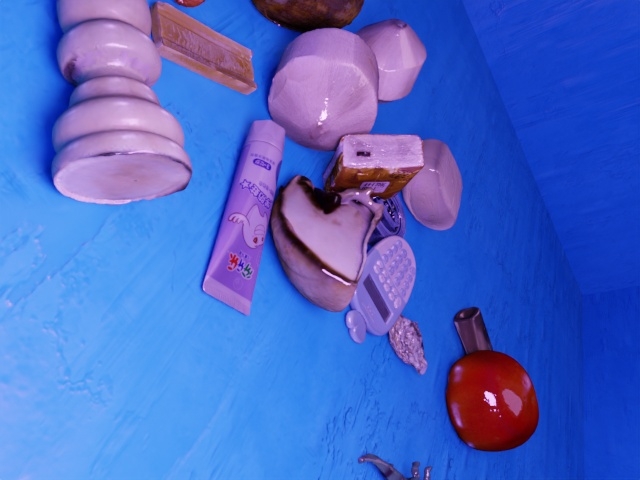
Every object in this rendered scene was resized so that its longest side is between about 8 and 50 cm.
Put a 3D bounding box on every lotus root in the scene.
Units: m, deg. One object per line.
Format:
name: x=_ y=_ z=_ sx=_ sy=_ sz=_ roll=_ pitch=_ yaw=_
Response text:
lotus root: x=-0.036 y=-0.582 z=1.375 sx=0.397 sy=0.195 sz=0.179 roll=-12 pitch=82 yaw=-56

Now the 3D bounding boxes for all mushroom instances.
mushroom: x=-0.009 y=0.001 z=1.235 sx=0.217 sy=0.212 sz=0.292 roll=25 pitch=51 yaw=1

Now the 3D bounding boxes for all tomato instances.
tomato: x=0.492 y=0.459 z=1.702 sx=0.298 sy=0.226 sz=0.299 roll=20 pitch=65 yaw=-52

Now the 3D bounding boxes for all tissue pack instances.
tissue pack: x=0.110 y=-0.159 z=1.334 sx=0.183 sy=0.226 sz=0.092 roll=0 pitch=74 yaw=-11

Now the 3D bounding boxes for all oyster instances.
oyster: x=0.219 y=0.251 z=1.528 sx=0.177 sy=0.064 sz=0.125 roll=51 pitch=43 yaw=-30

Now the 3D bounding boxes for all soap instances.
soap: x=-0.217 y=-0.359 z=1.139 sx=0.252 sy=0.037 sz=0.092 roll=10 pitch=67 yaw=-55

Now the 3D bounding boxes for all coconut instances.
coconut: x=0.178 y=-0.491 z=1.622 sx=0.202 sy=0.222 sz=0.202 roll=8 pitch=48 yaw=-9
coconut: x=0.012 y=-0.312 z=1.289 sx=0.237 sy=0.237 sz=0.266 roll=46 pitch=43 yaw=-37

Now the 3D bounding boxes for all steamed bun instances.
steamed bun: x=0.321 y=-0.159 z=1.777 sx=0.250 sy=0.154 sz=0.200 roll=57 pitch=38 yaw=-37

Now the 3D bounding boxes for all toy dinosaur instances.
toy dinosaur: x=0.193 y=0.537 z=1.348 sx=0.292 sy=0.079 sz=0.120 roll=56 pitch=34 yaw=-21

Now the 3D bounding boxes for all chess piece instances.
chess piece: x=-0.294 y=-0.232 z=0.855 sx=0.182 sy=0.182 sz=0.330 roll=13 pitch=61 yaw=-55

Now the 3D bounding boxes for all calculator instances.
calculator: x=0.143 y=0.115 z=1.437 sx=0.303 sy=0.042 sz=0.188 roll=-48 pitch=123 yaw=-33

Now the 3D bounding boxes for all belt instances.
belt: x=0.140 y=-0.074 z=1.524 sx=0.190 sy=0.082 sz=0.141 roll=55 pitch=46 yaw=-28

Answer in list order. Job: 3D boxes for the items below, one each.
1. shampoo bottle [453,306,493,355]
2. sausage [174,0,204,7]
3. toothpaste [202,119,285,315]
shampoo bottle: x=0.516 y=0.389 z=1.908 sx=0.125 sy=0.084 sz=0.350 roll=-33 pitch=106 yaw=-59
sausage: x=-0.232 y=-0.513 z=1.146 sx=0.076 sy=0.076 sz=0.198 roll=46 pitch=41 yaw=-37
toothpaste: x=-0.135 y=-0.053 z=1.116 sx=0.125 sy=0.079 sz=0.371 roll=41 pitch=52 yaw=-46
